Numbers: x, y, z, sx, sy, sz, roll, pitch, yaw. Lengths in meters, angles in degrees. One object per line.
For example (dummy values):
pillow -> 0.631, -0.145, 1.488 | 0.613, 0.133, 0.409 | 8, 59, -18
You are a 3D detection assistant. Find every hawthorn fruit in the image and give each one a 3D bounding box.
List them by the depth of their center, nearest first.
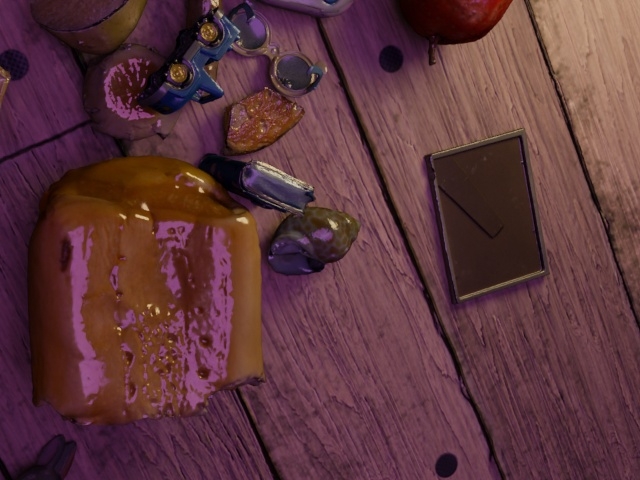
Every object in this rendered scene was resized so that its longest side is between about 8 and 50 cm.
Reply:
hawthorn fruit -> 0.226, -0.420, 1.797 | 0.205, 0.205, 0.253 | 26, 92, -22

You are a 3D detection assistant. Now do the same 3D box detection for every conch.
conch -> -0.013, -0.006, 1.812 | 0.173, 0.106, 0.116 | -24, 126, 2

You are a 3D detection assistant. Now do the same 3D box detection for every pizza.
pizza -> -0.106, -0.203, 1.780 | 0.160, 0.036, 0.099 | -32, 116, -15

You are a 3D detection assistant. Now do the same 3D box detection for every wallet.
wallet -> -0.103, -0.090, 1.706 | 0.141, 0.202, 0.059 | 23, 87, -27

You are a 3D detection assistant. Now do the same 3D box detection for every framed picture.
framed picture -> 0.316, -0.045, 1.978 | 0.211, 0.020, 0.290 | -17, 103, -19

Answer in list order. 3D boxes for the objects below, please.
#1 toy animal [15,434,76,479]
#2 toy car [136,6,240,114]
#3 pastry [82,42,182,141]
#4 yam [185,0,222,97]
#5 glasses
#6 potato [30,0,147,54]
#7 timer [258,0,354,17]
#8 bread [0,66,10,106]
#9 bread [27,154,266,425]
toy animal -> -0.474, 0.423, 1.683 | 0.138, 0.108, 0.236 | 32, 84, -22
toy car -> -0.190, -0.264, 1.621 | 0.100, 0.097, 0.191 | 41, 70, -21
pastry -> -0.297, -0.235, 1.674 | 0.165, 0.088, 0.166 | -3, 100, -21
yam -> -0.185, -0.378, 1.709 | 0.066, 0.066, 0.300 | 5, 96, -22
glasses -> -0.082, -0.298, 1.688 | 0.189, 0.220, 0.088 | 42, 101, -8
potato -> -0.332, -0.361, 1.626 | 0.202, 0.182, 0.117 | -64, 149, -25
timer -> -0.028, -0.475, 1.757 | 0.208, 0.069, 0.191 | 10, 93, -21
bread -> -0.581, -0.245, 1.534 | 0.241, 0.136, 0.107 | 23, 89, -24
bread -> -0.277, 0.065, 1.644 | 0.361, 0.250, 0.394 | -4, 95, -23
